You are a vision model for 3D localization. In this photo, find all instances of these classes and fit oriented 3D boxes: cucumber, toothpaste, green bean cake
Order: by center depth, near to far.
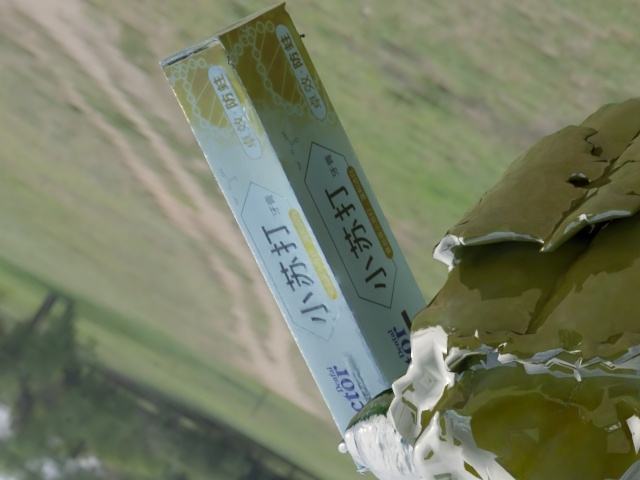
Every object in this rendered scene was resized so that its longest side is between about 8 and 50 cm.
[{"bbox_3d":[0.184,0.111,0.603,0.285,0.202,0.310,-4,122,45],"label":"green bean cake"},{"bbox_3d":[0.068,0.090,0.857,0.056,0.056,0.250,33,164,-19],"label":"cucumber"},{"bbox_3d":[0.000,0.000,1.252,0.071,0.089,0.313,-19,100,39],"label":"toothpaste"}]
